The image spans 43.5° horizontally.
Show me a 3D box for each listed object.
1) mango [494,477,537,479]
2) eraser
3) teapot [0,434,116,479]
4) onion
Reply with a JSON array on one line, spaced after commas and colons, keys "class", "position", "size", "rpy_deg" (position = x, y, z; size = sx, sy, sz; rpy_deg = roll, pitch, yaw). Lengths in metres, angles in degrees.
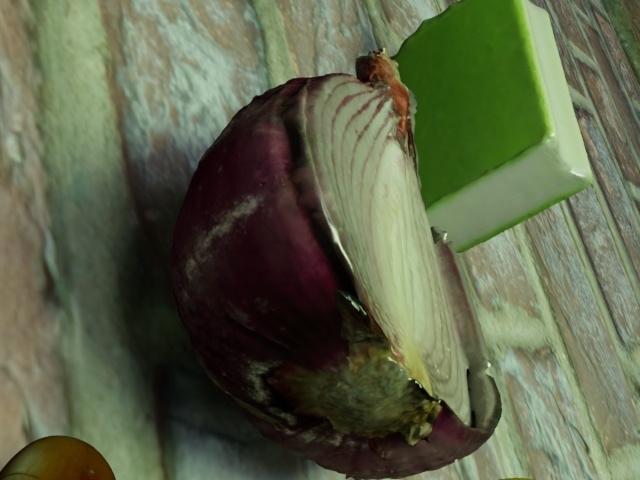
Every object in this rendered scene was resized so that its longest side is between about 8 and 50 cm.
[{"class": "mango", "position": [0.193, 0.278, 0.692], "size": [0.195, 0.098, 0.137], "rpy_deg": [33, 45, -31]}, {"class": "eraser", "position": [0.155, -0.130, 0.845], "size": [0.092, 0.210, 0.274], "rpy_deg": [36, 38, -35]}, {"class": "teapot", "position": [-0.136, 0.146, 0.344], "size": [0.098, 0.078, 0.129], "rpy_deg": [88, 15, -54]}, {"class": "onion", "position": [0.000, 0.000, 0.573], "size": [0.267, 0.159, 0.348], "rpy_deg": [56, 23, -32]}]
